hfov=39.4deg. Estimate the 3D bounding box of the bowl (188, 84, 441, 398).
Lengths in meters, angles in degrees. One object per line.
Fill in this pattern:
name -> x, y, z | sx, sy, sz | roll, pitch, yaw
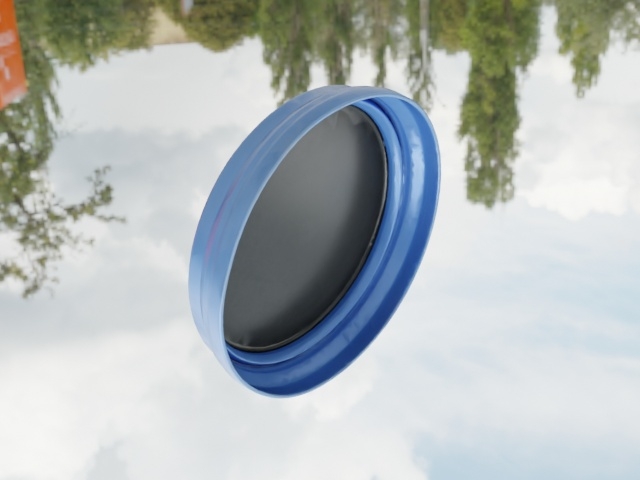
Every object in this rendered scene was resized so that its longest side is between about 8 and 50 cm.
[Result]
bowl -> 0.000, 0.000, 1.074 | 0.077, 0.391, 0.391 | 27, -146, 34
